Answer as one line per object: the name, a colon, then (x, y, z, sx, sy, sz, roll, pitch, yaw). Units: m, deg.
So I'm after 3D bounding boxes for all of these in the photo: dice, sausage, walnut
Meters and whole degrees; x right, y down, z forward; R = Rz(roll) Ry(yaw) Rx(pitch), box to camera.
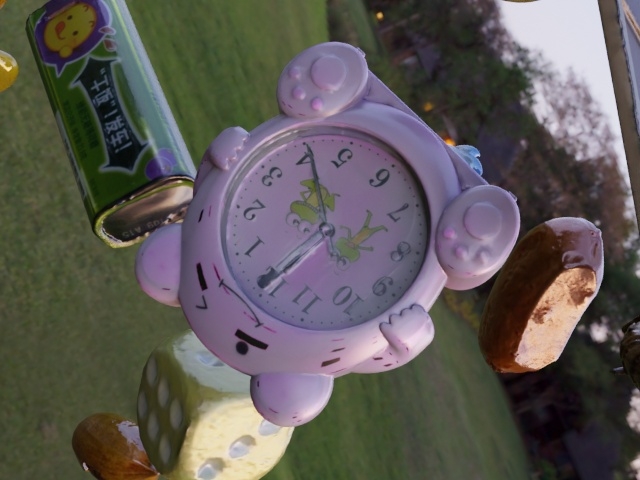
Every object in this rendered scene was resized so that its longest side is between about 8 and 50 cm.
dice: (-0.146, 0.233, 1.357, 0.169, 0.169, 0.166, 45, -56, 50)
sausage: (0.307, 0.079, 1.376, 0.133, 0.133, 0.258, -104, -147, -58)
walnut: (-0.329, 0.347, 1.590, 0.207, 0.116, 0.116, 11, -37, 39)

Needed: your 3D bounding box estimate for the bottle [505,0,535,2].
bottle: (0.272, -0.353, 1.050, 0.351, 0.171, 0.171, -29, 97, -41)

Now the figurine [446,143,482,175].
figurine: (0.173, -0.086, 1.378, 0.079, 0.114, 0.114, 62, 6, -71)

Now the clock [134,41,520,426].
clock: (0.000, 0.000, 0.969, 0.295, 0.322, 0.113, 45, -5, 10)

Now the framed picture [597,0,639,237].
framed picture: (0.288, -0.125, 0.774, 0.211, 0.020, 0.289, -23, 104, -46)

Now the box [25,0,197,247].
box: (-0.252, -0.158, 1.174, 0.345, 0.134, 0.097, 63, 5, 31)

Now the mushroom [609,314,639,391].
mushroom: (0.449, 0.171, 1.112, 0.278, 0.163, 0.297, -98, -169, -65)

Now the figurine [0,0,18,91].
figurine: (-0.400, -0.255, 0.999, 0.215, 0.215, 0.228, 47, 39, -73)
